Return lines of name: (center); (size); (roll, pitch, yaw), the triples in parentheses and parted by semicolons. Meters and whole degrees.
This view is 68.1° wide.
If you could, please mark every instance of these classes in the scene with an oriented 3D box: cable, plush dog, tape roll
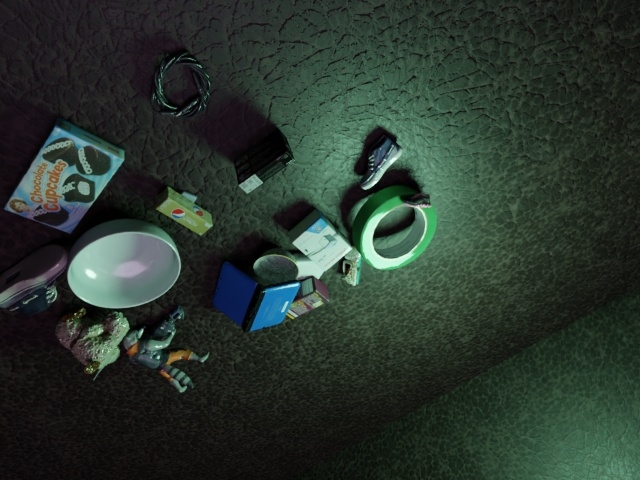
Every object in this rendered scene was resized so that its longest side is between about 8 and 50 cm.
cable: (-0.364, -0.404, 1.249); (0.150, 0.047, 0.184); (8, 129, -26)
plush dog: (-0.862, 0.361, 1.726); (0.225, 0.210, 0.262); (32, 124, 1)
tape roll: (0.275, -0.045, 1.762); (0.321, 0.077, 0.321); (-13, 125, -19)

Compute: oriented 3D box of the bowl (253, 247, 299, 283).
bowl: (-0.159, 0.081, 1.763); (0.170, 0.080, 0.170); (3, 136, 2)

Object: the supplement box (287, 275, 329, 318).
supplement box: (-0.072, 0.234, 1.943); (0.188, 0.081, 0.104); (-28, 137, 19)

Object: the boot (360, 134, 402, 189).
boot: (0.180, -0.263, 1.579); (0.086, 0.069, 0.190); (31, 109, -31)

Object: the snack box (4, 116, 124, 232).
snack box: (-0.722, -0.173, 1.336); (0.187, 0.060, 0.322); (27, 119, -37)

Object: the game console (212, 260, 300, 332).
game console: (-0.251, 0.205, 1.825); (0.250, 0.173, 0.293); (-10, 145, -31)

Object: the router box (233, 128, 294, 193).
router box: (-0.172, -0.239, 1.418); (0.179, 0.133, 0.046); (-32, 135, 13)

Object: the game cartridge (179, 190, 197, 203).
game cartridge: (-0.441, -0.121, 1.521); (0.056, 0.017, 0.083); (23, 122, -31)

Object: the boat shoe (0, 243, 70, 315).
boat shoe: (-0.905, 0.134, 1.542); (0.340, 0.127, 0.158); (-24, 143, 15)

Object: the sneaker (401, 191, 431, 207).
sneaker: (0.336, -0.144, 1.659); (0.119, 0.047, 0.057); (-1, 98, -26)

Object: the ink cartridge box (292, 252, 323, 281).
ink cartridge box: (-0.057, 0.110, 1.884); (0.145, 0.045, 0.179); (0, 151, -21)

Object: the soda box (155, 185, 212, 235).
soda box: (-0.430, -0.092, 1.498); (0.058, 0.061, 0.181); (-36, 134, 17)

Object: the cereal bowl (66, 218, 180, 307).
cereal bowl: (-0.631, 0.057, 1.525); (0.339, 0.141, 0.339); (-15, 138, -14)

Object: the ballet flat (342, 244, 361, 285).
ballet flat: (0.129, 0.086, 1.891); (0.077, 0.091, 0.241); (16, 129, 10)

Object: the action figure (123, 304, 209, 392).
action figure: (-0.615, 0.432, 1.869); (0.330, 0.178, 0.341); (32, 114, -17)

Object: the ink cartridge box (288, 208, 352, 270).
ink cartridge box: (0.000, 0.000, 1.724); (0.139, 0.082, 0.190); (-41, 121, 11)
